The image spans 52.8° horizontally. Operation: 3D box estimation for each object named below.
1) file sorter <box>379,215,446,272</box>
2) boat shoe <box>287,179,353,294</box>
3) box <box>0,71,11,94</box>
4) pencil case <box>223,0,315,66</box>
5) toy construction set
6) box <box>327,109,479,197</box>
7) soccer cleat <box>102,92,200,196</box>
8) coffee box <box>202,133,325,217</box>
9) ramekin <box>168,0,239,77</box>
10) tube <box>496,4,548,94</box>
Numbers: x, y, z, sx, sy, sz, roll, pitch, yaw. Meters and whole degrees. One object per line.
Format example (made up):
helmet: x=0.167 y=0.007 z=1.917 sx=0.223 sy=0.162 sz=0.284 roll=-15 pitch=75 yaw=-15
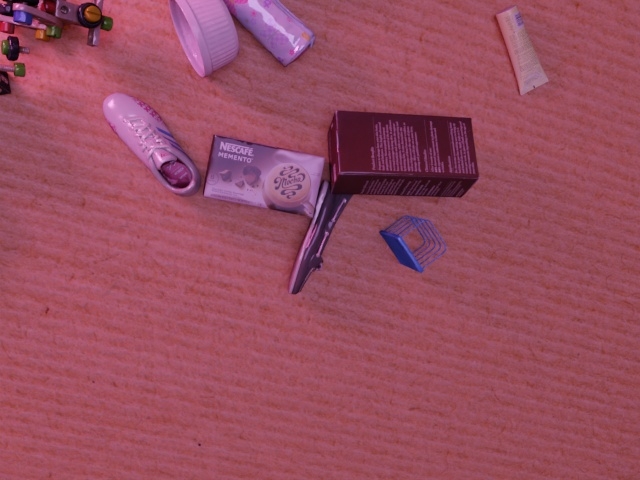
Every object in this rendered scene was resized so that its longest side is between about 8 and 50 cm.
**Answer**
file sorter: x=0.258 y=0.002 z=1.796 sx=0.104 sy=0.170 sz=0.118 roll=-37 pitch=102 yaw=-5
boat shoe: x=0.000 y=0.000 z=1.782 sx=0.095 sy=0.112 sz=0.335 roll=18 pitch=91 yaw=-7
box: x=-0.879 y=-0.388 z=1.498 sx=0.216 sy=0.270 sz=0.060 roll=-9 pitch=90 yaw=-8
pencil case: x=-0.139 y=-0.584 z=1.673 sx=0.124 sy=0.113 sz=0.273 roll=-39 pitch=104 yaw=20
toy construction set: x=-0.645 y=-0.584 z=1.568 sx=0.237 sy=0.257 sz=0.309 roll=-1 pitch=74 yaw=-35
box: x=0.217 y=-0.228 z=1.739 sx=0.381 sy=0.143 sz=0.191 roll=2 pitch=69 yaw=-11
soccer cleat: x=-0.428 y=-0.250 z=1.659 sx=0.116 sy=0.143 sz=0.331 roll=-42 pitch=102 yaw=-2
coffee box: x=-0.155 y=-0.174 z=1.727 sx=0.297 sy=0.119 sz=0.168 roll=11 pitch=97 yaw=-11
ramekin: x=-0.287 y=-0.526 z=1.617 sx=0.109 sy=0.207 sz=0.207 roll=-25 pitch=101 yaw=-14
tube: x=0.567 y=-0.541 z=1.831 sx=0.070 sy=0.062 sz=0.240 roll=-15 pitch=111 yaw=37
